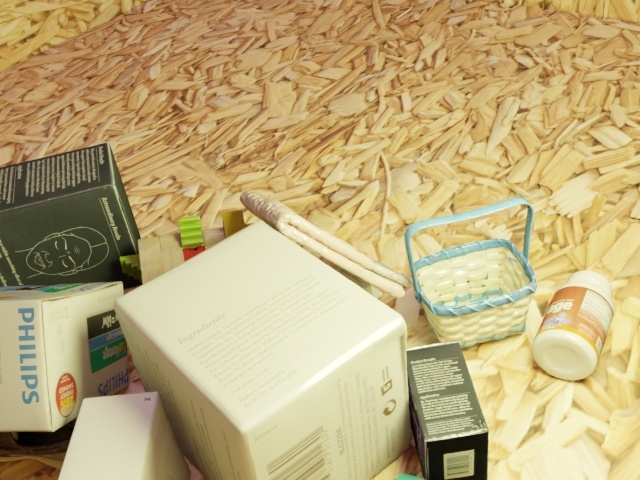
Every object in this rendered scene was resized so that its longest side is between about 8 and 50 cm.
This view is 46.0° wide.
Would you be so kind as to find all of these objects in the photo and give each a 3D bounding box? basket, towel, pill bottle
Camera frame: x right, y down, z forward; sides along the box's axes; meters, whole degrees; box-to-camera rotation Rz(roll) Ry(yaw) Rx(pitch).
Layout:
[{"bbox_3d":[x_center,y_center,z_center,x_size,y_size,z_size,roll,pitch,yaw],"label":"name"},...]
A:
[{"bbox_3d":[0.295,0.064,1.490,0.254,0.289,0.201,-12,37,-7],"label":"basket"},{"bbox_3d":[0.000,0.000,1.571,0.053,0.317,0.332,-60,21,-1],"label":"towel"},{"bbox_3d":[0.500,0.159,1.470,0.121,0.121,0.216,14,42,26],"label":"pill bottle"}]

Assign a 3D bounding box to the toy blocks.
[{"bbox_3d":[-0.241,0.102,1.658,0.381,0.191,0.261,-8,49,-11],"label":"toy blocks"}]

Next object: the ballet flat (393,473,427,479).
[{"bbox_3d":[0.211,0.436,1.211,0.206,0.067,0.073,12,21,25],"label":"ballet flat"}]

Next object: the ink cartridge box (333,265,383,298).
[{"bbox_3d":[0.040,0.121,1.651,0.180,0.060,0.104,-33,44,-29],"label":"ink cartridge box"}]

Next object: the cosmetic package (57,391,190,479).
[{"bbox_3d":[-0.314,0.405,1.214,0.138,0.225,0.224,-5,37,4],"label":"cosmetic package"}]

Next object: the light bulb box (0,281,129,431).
[{"bbox_3d":[-0.593,0.206,1.401,0.361,0.225,0.358,-3,2,7],"label":"light bulb box"}]

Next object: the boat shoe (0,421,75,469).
[{"bbox_3d":[-0.558,0.362,1.421,0.285,0.092,0.103,6,40,17],"label":"boat shoe"}]

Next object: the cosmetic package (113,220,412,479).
[{"bbox_3d":[-0.094,0.234,1.309,0.327,0.329,0.393,-31,44,-27],"label":"cosmetic package"}]

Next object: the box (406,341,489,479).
[{"bbox_3d":[0.214,0.305,1.309,0.108,0.153,0.207,-9,36,-1],"label":"box"}]

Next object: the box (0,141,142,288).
[{"bbox_3d":[-0.641,-0.017,1.763,0.395,0.294,0.212,-14,38,-9],"label":"box"}]
